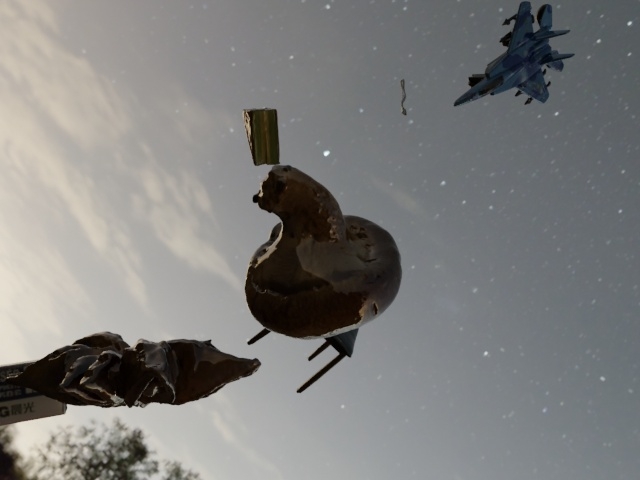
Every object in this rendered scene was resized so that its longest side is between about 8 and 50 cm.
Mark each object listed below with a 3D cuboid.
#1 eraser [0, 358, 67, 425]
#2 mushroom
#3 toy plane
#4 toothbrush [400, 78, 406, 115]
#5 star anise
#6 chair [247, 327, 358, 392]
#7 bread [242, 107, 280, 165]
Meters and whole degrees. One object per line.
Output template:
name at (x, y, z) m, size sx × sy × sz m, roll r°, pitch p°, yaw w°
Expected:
eraser at (-0.683, 0.324, 1.419) m, size 0.086 × 0.287 × 0.130 m, roll 157°, pitch -73°, yaw -70°
mushroom at (0.003, 0.037, 1.088) m, size 0.267 × 0.267 × 0.254 m, roll 35°, pitch -15°, yaw 24°
toy plane at (0.290, -0.266, 1.067) m, size 0.078 × 0.246 × 0.169 m, roll 34°, pitch -28°, yaw 58°
toothbrush at (0.168, -0.293, 1.389) m, size 0.013 × 0.131 × 0.011 m, roll 36°, pitch -53°, yaw -26°
star anise at (-0.265, 0.179, 0.947) m, size 0.292 × 0.109 × 0.349 m, roll 14°, pitch -20°, yaw -30°
chair at (0.010, 0.160, 1.442) m, size 0.166 × 0.188 × 0.272 m, roll 45°, pitch -72°, yaw -6°
bread at (-0.147, -0.260, 1.714) m, size 0.084 × 0.074 × 0.139 m, roll -149°, pitch -128°, yaw -67°
